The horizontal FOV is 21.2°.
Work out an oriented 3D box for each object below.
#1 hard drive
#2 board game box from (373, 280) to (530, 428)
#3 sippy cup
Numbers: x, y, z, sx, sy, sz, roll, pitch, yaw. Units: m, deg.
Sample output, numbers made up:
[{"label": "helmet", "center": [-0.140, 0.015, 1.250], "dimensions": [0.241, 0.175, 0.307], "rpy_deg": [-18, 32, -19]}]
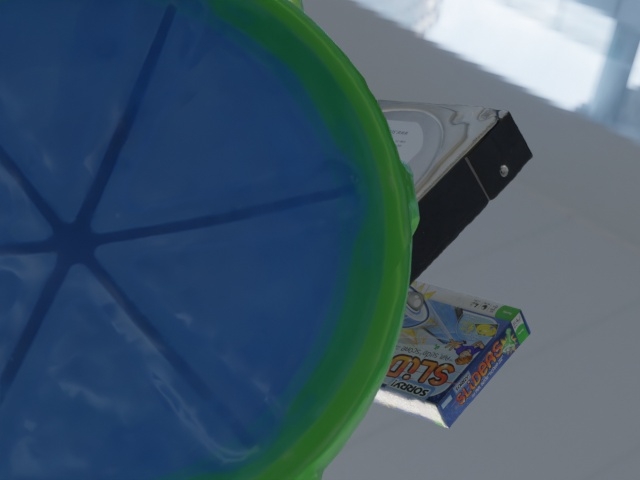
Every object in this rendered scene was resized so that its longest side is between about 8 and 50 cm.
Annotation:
[{"label": "hard drive", "center": [0.000, 0.000, 1.524], "dimensions": [0.339, 0.064, 0.237], "rpy_deg": [-45, -151, -22]}, {"label": "board game box", "center": [0.086, 0.102, 1.666], "dimensions": [0.201, 0.035, 0.136], "rpy_deg": [14, -129, 44]}, {"label": "sippy cup", "center": [-0.090, 0.036, 0.670], "dimensions": [0.305, 0.224, 0.240], "rpy_deg": [-32, -107, -15]}]
